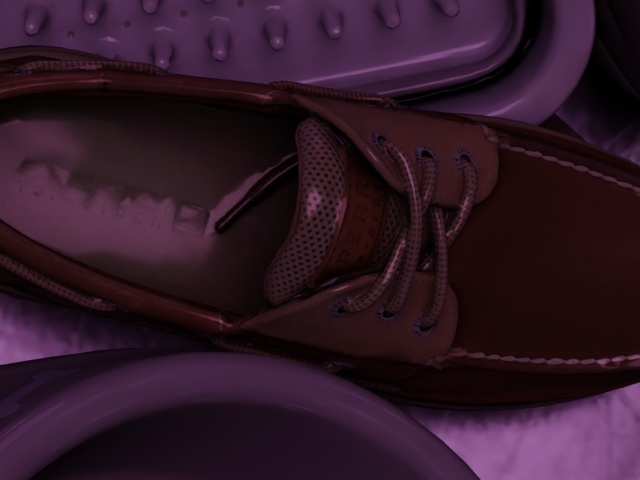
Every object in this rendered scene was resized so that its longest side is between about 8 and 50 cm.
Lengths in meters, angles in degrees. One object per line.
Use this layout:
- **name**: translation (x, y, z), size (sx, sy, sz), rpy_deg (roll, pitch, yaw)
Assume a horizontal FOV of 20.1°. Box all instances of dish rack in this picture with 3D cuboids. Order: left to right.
- **dish rack**: translation (-0.049, -0.184, 0.715), size (0.285, 0.072, 0.333), rpy_deg (-11, 111, 0)

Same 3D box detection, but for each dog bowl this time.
- **dog bowl**: translation (-0.042, 0.196, 0.608), size (0.349, 0.102, 0.349), rpy_deg (13, 69, -35)

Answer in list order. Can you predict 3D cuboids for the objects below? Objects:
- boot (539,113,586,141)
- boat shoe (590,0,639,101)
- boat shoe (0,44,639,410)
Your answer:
- **boot**: translation (0.058, -0.009, 0.773), size (0.106, 0.037, 0.114), rpy_deg (13, 82, -15)
- **boat shoe**: translation (0.145, -0.237, 0.774), size (0.130, 0.132, 0.355), rpy_deg (-10, 82, -5)
- **boat shoe**: translation (0.000, 0.000, 0.676), size (0.324, 0.120, 0.122), rpy_deg (8, 90, -7)
